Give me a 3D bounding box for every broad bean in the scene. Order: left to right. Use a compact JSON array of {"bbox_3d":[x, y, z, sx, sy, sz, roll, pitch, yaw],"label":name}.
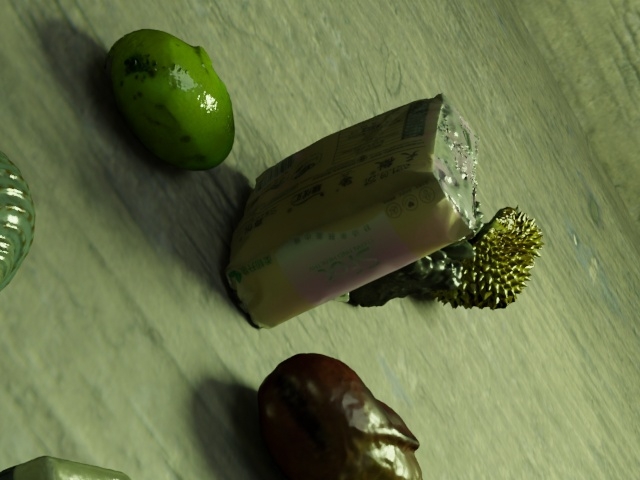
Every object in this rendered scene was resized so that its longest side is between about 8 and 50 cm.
[{"bbox_3d":[0.022,0.202,1.422,0.228,0.122,0.156,52,0,-44],"label":"broad bean"}]

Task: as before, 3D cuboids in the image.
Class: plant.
[{"bbox_3d":[0.106,-0.003,1.713,0.129,0.194,0.132,23,46,-53],"label":"plant"}]

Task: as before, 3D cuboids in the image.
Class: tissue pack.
[{"bbox_3d":[0.035,-0.039,1.508,0.123,0.256,0.215,52,25,-23],"label":"tissue pack"}]

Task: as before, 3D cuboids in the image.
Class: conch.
[{"bbox_3d":[-0.257,-0.019,1.050,0.135,0.102,0.153,59,17,-56],"label":"conch"}]

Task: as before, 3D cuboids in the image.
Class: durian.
[{"bbox_3d":[0.211,0.024,1.968,0.237,0.193,0.138,-9,95,-51],"label":"durian"}]

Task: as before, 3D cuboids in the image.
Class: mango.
[{"bbox_3d":[-0.139,-0.137,1.427,0.178,0.100,0.119,52,23,-49],"label":"mango"}]

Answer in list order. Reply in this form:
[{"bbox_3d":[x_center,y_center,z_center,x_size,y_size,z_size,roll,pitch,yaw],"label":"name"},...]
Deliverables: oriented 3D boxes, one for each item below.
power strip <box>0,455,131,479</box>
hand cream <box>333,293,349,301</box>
[{"bbox_3d":[-0.160,0.281,0.997,0.105,0.070,0.257,27,45,-57],"label":"power strip"},{"bbox_3d":[0.000,0.000,1.677,0.057,0.037,0.165,10,50,-21],"label":"hand cream"}]
